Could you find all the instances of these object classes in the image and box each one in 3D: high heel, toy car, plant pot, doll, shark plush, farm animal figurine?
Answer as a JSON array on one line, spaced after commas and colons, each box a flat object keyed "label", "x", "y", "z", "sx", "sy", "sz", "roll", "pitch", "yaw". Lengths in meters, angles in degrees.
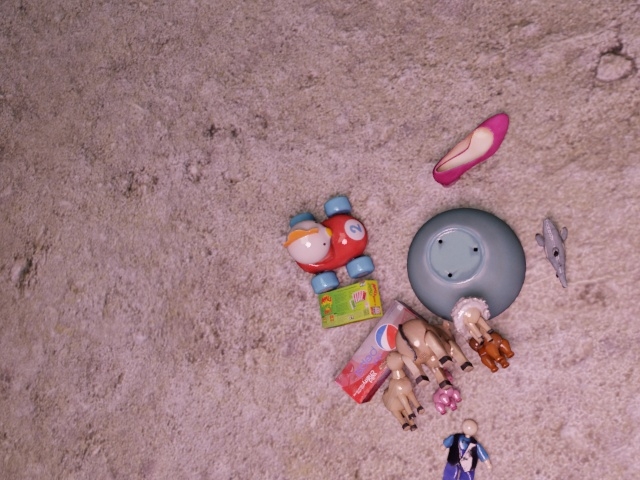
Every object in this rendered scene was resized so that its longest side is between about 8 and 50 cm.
[{"label": "high heel", "x": 0.376, "y": -0.236, "z": 1.455, "sx": 0.244, "sy": 0.117, "sz": 0.082, "roll": -42, "pitch": 69, "yaw": 9}, {"label": "toy car", "x": 0.000, "y": 0.000, "z": 1.491, "sx": 0.210, "sy": 0.238, "sz": 0.219, "roll": -25, "pitch": 73, "yaw": 15}, {"label": "plant pot", "x": 0.333, "y": 0.048, "z": 1.380, "sx": 0.290, "sy": 0.195, "sz": 0.290, "roll": -4, "pitch": 79, "yaw": 20}, {"label": "doll", "x": 0.340, "y": 0.519, "z": 1.373, "sx": 0.129, "sy": 0.046, "sz": 0.189, "roll": 7, "pitch": 77, "yaw": 31}, {"label": "shark plush", "x": 0.546, "y": 0.032, "z": 1.370, "sx": 0.073, "sy": 0.067, "sz": 0.161, "roll": -2, "pitch": 80, "yaw": 20}, {"label": "farm animal figurine", "x": 0.252, "y": 0.265, "z": 1.334, "sx": 0.330, "sy": 0.327, "sz": 0.172, "roll": -35, "pitch": 52, "yaw": 5}]

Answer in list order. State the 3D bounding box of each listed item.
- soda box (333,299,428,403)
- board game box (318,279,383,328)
[{"label": "soda box", "x": 0.155, "y": 0.281, "z": 1.465, "sx": 0.092, "sy": 0.083, "sz": 0.263, "roll": 38, "pitch": 96, "yaw": 24}, {"label": "board game box", "x": 0.074, "y": 0.167, "z": 1.497, "sx": 0.181, "sy": 0.043, "sz": 0.092, "roll": -22, "pitch": 71, "yaw": 44}]
